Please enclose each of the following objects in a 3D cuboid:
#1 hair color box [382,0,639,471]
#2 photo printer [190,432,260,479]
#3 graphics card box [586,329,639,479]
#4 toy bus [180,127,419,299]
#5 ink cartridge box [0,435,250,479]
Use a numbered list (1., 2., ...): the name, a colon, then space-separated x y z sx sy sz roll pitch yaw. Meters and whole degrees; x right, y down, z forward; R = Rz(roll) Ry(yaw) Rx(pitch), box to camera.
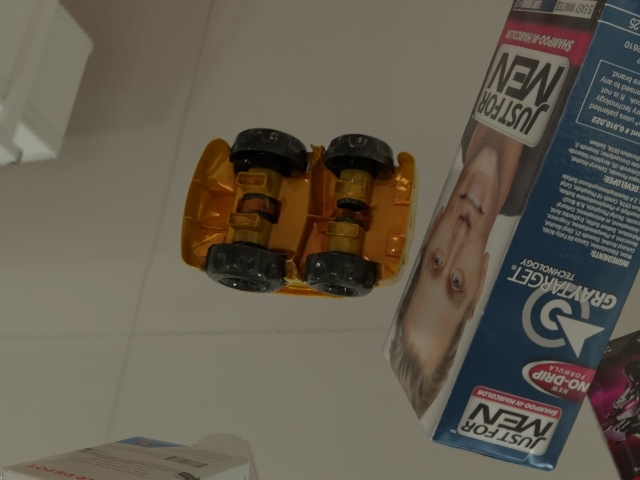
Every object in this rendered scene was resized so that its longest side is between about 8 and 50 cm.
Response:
1. hair color box: 0.165 -0.024 0.720 0.105 0.347 0.174 16 -168 -12
2. photo printer: -0.128 0.467 1.319 0.107 0.308 0.256 0 124 -18
3. graphics card box: 0.420 0.189 1.020 0.232 0.371 0.094 -22 101 12
4. toy bus: 0.000 0.000 0.948 0.220 0.150 0.211 4 159 19
5. ink cartridge box: -0.183 0.253 0.903 0.148 0.086 0.203 5 -179 28
